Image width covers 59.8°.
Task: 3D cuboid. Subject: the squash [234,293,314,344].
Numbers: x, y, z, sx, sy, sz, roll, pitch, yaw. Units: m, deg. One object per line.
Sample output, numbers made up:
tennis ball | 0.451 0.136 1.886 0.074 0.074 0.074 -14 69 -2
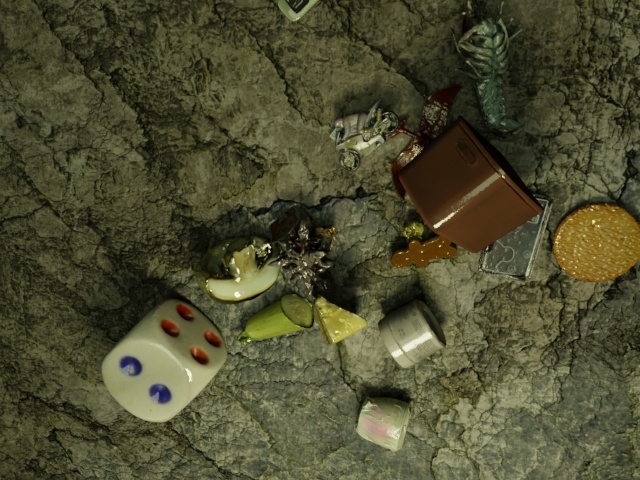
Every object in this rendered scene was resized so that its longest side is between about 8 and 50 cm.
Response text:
squash | -0.175 0.264 1.874 0.287 0.137 0.137 -18 104 24

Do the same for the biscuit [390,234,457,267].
biscuit | 0.313 0.032 1.725 0.205 0.031 0.138 -21 136 14

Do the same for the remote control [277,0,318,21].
remote control | 0.009 -0.744 1.552 0.309 0.038 0.090 -38 98 19

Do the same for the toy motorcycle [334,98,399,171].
toy motorcycle | 0.113 -0.319 1.633 0.152 0.073 0.225 46 111 1

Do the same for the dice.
dice | -0.527 0.404 1.891 0.304 0.277 0.304 46 112 -4

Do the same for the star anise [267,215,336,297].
star anise | -0.047 0.064 1.744 0.212 0.129 0.282 13 126 28

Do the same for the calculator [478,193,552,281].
calculator | 0.587 -0.014 1.689 0.166 0.028 0.274 11 109 6

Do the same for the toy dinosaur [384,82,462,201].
toy dinosaur | 0.306 -0.294 1.604 0.327 0.113 0.206 -37 95 17

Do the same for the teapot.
teapot | 0.213 0.619 1.913 0.178 0.221 0.163 15 71 15

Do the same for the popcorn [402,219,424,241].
popcorn | 0.291 -0.025 1.722 0.068 0.059 0.083 -19 120 3

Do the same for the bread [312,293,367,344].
bread | 0.049 0.260 1.752 0.178 0.266 0.141 11 81 0

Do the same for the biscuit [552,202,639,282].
biscuit | 0.820 0.008 1.652 0.254 0.035 0.254 2 108 8

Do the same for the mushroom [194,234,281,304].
mushroom | -0.271 0.088 1.805 0.267 0.164 0.189 -40 127 -15

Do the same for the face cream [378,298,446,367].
face cream | 0.292 0.291 1.759 0.153 0.177 0.177 -33 99 18

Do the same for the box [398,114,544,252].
box | 0.403 -0.137 1.506 0.229 0.339 0.239 -39 56 23

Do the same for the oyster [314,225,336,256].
oyster | 0.009 0.000 1.777 0.148 0.051 0.103 -32 89 50

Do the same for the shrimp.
shrimp | 0.454 -0.479 1.505 0.221 0.166 0.410 -25 120 -18

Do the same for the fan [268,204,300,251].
fan | -0.109 -0.028 1.713 0.132 0.220 0.009 -40 120 16

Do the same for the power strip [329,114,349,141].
power strip | 0.066 -0.336 1.683 0.040 0.016 0.090 37 110 -3
